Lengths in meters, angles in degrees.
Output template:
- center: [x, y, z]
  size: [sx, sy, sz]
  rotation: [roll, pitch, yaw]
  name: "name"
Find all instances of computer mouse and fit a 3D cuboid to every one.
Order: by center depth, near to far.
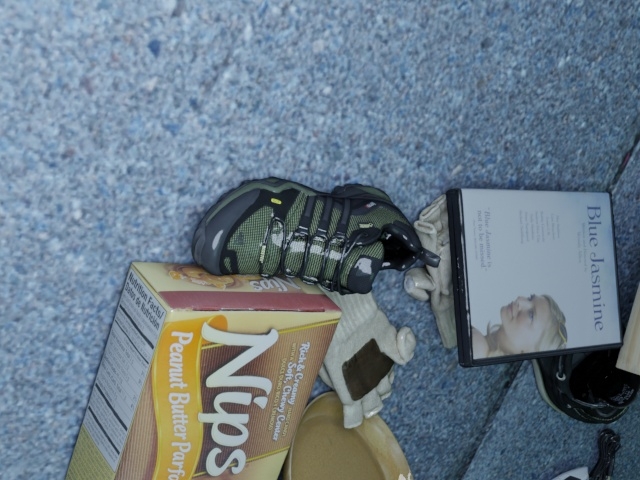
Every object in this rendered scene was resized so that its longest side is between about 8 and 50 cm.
- center: [0.362, 0.356, 1.462]
  size: [0.193, 0.042, 0.106]
  rotation: [-27, 136, -30]
  name: "computer mouse"

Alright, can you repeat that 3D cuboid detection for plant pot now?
- center: [0.031, 0.276, 1.049]
  size: [0.032, 0.236, 0.236]
  rotation: [-23, 146, 31]
  name: "plant pot"

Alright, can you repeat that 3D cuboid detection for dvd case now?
- center: [0.236, 0.036, 1.075]
  size: [0.253, 0.022, 0.180]
  rotation: [-1, 85, -38]
  name: "dvd case"

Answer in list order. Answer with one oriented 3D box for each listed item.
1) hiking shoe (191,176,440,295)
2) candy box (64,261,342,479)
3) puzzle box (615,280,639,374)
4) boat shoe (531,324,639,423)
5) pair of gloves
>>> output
- center: [0.000, 0.000, 0.885]
  size: [0.227, 0.114, 0.086]
  rotation: [-9, 122, -35]
  name: "hiking shoe"
- center: [-0.121, 0.178, 0.924]
  size: [0.183, 0.087, 0.316]
  rotation: [4, 115, -40]
  name: "candy box"
- center: [0.514, -0.010, 1.260]
  size: [0.272, 0.052, 0.409]
  rotation: [15, 92, -44]
  name: "puzzle box"
- center: [0.351, 0.164, 1.273]
  size: [0.127, 0.113, 0.340]
  rotation: [-41, 135, -8]
  name: "boat shoe"
- center: [0.095, 0.070, 1.054]
  size: [0.240, 0.042, 0.204]
  rotation: [-31, 131, -23]
  name: "pair of gloves"
